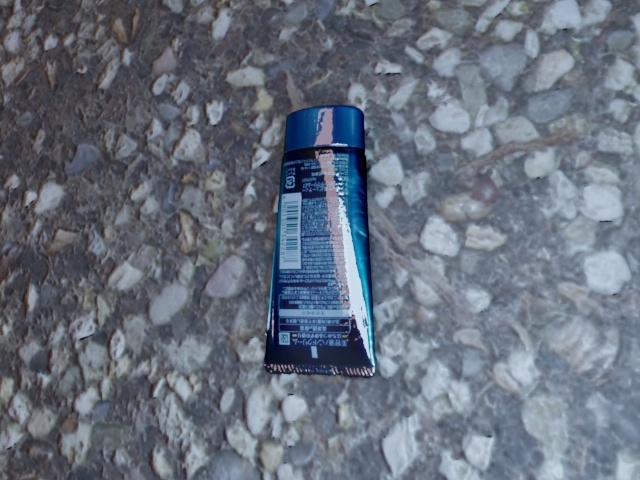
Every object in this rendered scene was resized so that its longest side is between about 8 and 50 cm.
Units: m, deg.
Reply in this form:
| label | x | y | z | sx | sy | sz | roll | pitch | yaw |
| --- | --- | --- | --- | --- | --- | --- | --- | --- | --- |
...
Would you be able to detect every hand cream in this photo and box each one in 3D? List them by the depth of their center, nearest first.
| label | x | y | z | sx | sy | sz | roll | pitch | yaw |
| --- | --- | --- | --- | --- | --- | --- | --- | --- | --- |
| hand cream | 0.000 | 0.000 | 0.728 | 0.120 | 0.061 | 0.271 | -2 | 79 | 22 |
